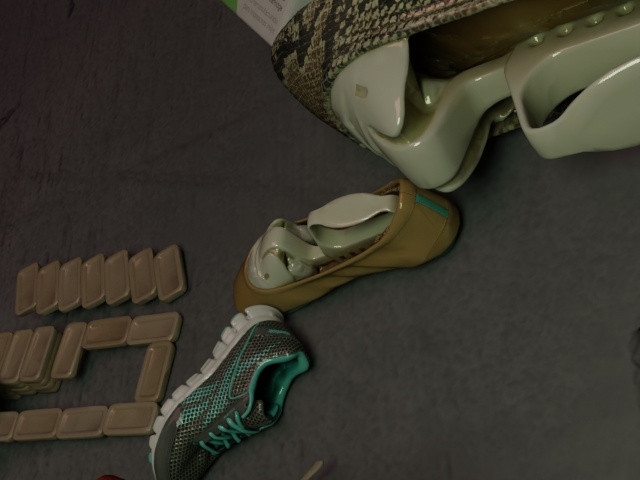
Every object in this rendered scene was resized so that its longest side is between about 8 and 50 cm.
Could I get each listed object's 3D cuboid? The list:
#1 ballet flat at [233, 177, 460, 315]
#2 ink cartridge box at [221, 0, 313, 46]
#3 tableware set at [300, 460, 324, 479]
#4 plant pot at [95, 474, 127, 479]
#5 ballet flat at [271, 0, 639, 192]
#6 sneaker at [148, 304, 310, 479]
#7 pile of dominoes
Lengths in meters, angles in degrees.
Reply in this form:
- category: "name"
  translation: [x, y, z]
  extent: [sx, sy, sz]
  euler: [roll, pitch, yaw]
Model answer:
- category: "ballet flat"
  translation: [0.000, 0.000, 0.941]
  extent: [0.232, 0.073, 0.080]
  euler: [-21, 50, 35]
- category: "ink cartridge box"
  translation: [0.016, -0.313, 1.055]
  extent: [0.198, 0.114, 0.273]
  euler: [49, 122, 52]
- category: "tableware set"
  translation: [-0.003, 0.235, 0.812]
  extent: [0.104, 0.024, 0.154]
  euler: [-46, 40, 15]
- category: "plant pot"
  translation: [0.013, 0.291, 0.570]
  extent: [0.235, 0.267, 0.267]
  euler: [5, 68, 29]
- category: "ballet flat"
  translation: [0.141, -0.128, 0.821]
  extent: [0.482, 0.164, 0.182]
  euler: [-14, 51, 36]
- category: "sneaker"
  translation: [-0.070, 0.131, 0.928]
  extent: [0.076, 0.065, 0.166]
  euler: [31, 88, 48]
- category: "pile of dominoes"
  translation: [-0.221, 0.104, 1.143]
  extent: [0.251, 0.040, 0.196]
  euler: [-8, 56, 33]
